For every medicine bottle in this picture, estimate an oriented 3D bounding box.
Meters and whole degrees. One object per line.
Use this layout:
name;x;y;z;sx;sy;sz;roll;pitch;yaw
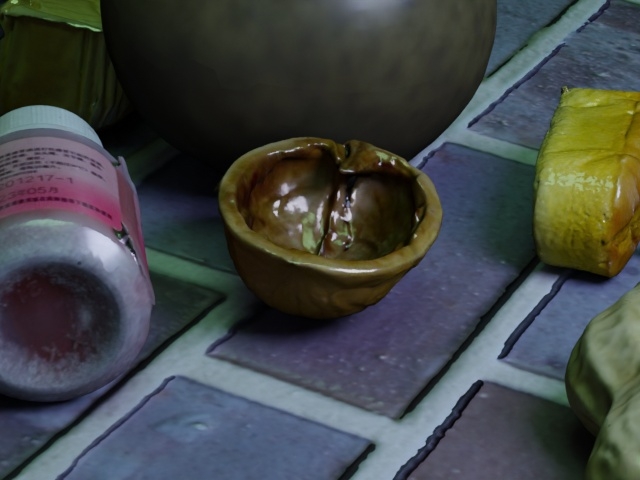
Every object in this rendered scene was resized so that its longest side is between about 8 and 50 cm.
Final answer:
medicine bottle;-0.194;-0.002;1.345;0.147;0.147;0.247;1;27;-11

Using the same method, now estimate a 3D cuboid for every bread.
bread;-0.208;-0.196;1.751;0.152;0.119;0.288;14;28;7
bread;0.232;-0.051;1.595;0.094;0.102;0.245;5;24;12

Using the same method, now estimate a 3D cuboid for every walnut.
walnut;-0.001;0.003;1.441;0.167;0.087;0.211;19;30;9

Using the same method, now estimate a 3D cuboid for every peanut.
peanut;0.223;0.108;1.259;0.125;0.111;0.274;5;26;7

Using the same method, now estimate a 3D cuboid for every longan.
longan;-0.018;-0.189;1.598;0.350;0.288;0.288;-2;28;-28

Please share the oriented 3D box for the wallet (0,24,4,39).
wallet;-0.392;-0.283;1.590;0.170;0.044;0.321;4;50;-51
